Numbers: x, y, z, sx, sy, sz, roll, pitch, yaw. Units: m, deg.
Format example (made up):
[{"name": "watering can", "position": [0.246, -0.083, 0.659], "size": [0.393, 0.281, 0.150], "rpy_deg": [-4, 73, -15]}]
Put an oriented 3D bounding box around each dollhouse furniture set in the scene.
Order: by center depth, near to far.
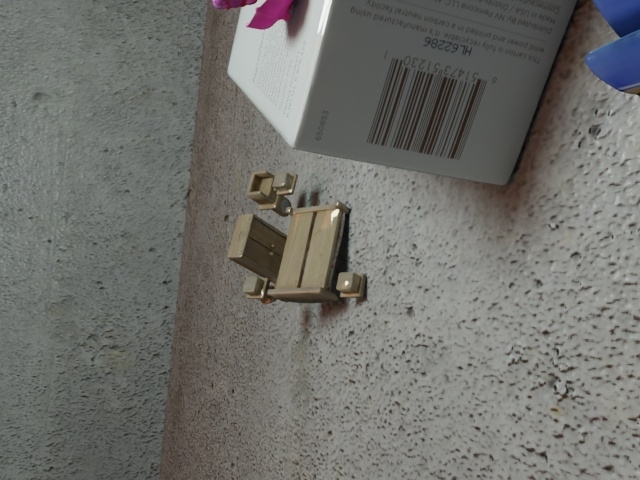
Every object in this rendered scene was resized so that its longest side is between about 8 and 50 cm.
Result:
[{"name": "dollhouse furniture set", "position": [0.000, 0.000, 1.547], "size": [0.355, 0.174, 0.303], "rpy_deg": [-4, 65, 38]}]

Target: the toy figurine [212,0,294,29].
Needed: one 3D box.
[{"name": "toy figurine", "position": [-0.094, -0.330, 0.873], "size": [0.130, 0.173, 0.159], "rpy_deg": [132, 129, -71]}]

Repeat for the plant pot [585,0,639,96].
[{"name": "plant pot", "position": [0.342, -0.226, 0.545], "size": [0.236, 0.236, 0.212], "rpy_deg": [169, 99, -67]}]

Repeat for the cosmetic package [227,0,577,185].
[{"name": "cosmetic package", "position": [0.090, -0.313, 1.036], "size": [0.394, 0.329, 0.327], "rpy_deg": [-127, 48, -58]}]
